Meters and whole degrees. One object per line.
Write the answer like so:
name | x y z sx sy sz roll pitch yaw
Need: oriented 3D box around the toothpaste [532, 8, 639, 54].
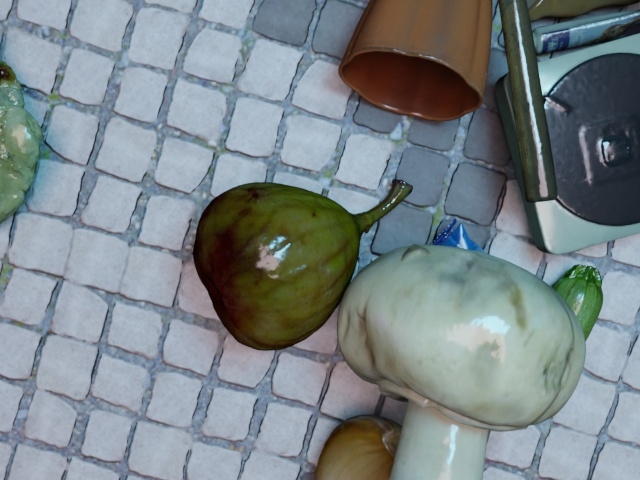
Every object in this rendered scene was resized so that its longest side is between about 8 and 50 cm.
toothpaste | 0.370 -0.290 0.848 0.216 0.062 0.037 -9 76 4

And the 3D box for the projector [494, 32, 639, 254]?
projector | 0.395 -0.135 0.843 0.257 0.079 0.259 -15 94 1

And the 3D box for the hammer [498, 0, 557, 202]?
hammer | 0.237 -0.264 0.756 0.044 0.168 0.439 -7 95 41

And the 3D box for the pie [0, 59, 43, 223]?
pie | -0.506 -0.147 0.844 0.257 0.105 0.274 -28 91 16

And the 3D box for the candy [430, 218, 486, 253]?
candy | 0.212 0.042 0.876 0.136 0.038 0.088 38 100 -10

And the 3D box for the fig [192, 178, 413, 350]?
fig | 0.000 0.000 0.811 0.321 0.217 0.217 -24 94 -19

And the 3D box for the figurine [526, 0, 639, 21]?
figurine | 0.395 -0.385 0.781 0.247 0.173 0.177 0 94 0

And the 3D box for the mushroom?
mushroom | 0.148 0.176 0.734 0.314 0.314 0.336 19 76 -1

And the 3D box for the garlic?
garlic | 0.061 0.334 0.862 0.115 0.128 0.206 19 101 -45

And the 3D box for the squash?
squash | 0.332 0.134 0.866 0.077 0.068 0.219 27 93 3

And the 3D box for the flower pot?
flower pot | 0.138 -0.270 0.792 0.191 0.190 0.173 19 82 -1
